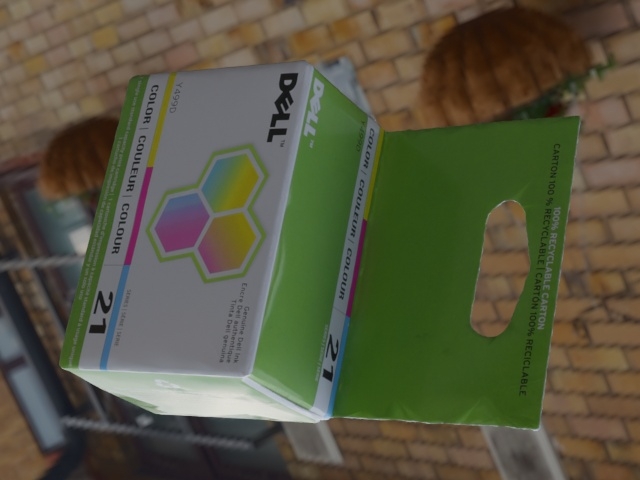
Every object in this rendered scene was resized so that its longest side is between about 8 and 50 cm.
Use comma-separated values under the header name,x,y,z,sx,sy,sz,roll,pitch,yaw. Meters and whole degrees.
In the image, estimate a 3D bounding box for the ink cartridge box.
name,x,y,z,sx,sy,sz,roll,pitch,yaw
ink cartridge box,0.000,0.000,0.834,0.255,0.188,0.097,-1,158,33
